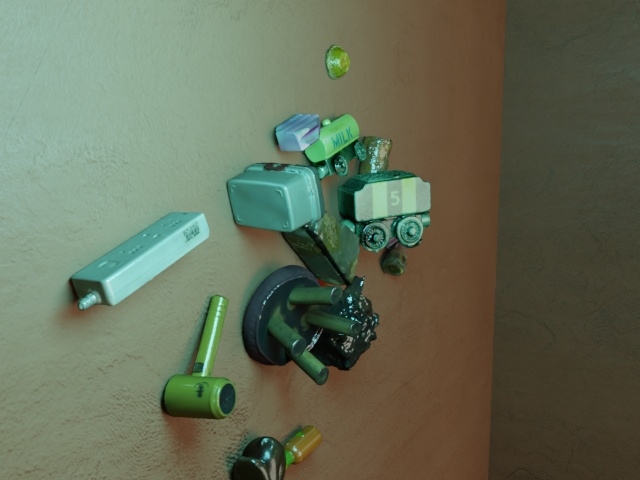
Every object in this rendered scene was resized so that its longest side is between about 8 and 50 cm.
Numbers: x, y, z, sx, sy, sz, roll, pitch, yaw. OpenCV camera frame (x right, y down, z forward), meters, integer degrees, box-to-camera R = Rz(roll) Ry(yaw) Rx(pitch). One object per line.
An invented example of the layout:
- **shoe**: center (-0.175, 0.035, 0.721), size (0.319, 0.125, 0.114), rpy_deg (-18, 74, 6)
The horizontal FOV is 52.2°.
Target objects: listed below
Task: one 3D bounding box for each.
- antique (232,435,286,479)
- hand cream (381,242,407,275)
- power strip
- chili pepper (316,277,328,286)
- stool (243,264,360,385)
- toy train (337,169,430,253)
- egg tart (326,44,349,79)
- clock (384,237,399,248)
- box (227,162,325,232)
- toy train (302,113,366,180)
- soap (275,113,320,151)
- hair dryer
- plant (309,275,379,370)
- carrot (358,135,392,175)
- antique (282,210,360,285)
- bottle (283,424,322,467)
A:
- **antique**: center (-0.138, 0.623, 1.672), size (0.143, 0.121, 0.256), rpy_deg (-42, 123, -60)
- **hand cream**: center (0.283, 0.027, 2.318), size (0.084, 0.084, 0.203), rpy_deg (64, 38, -41)
- **power strip**: center (-0.340, 0.032, 1.246), size (0.338, 0.098, 0.058), rpy_deg (-44, 130, -48)
- **chili pepper**: center (-0.037, 0.133, 1.813), size (0.272, 0.064, 0.071), rpy_deg (18, 67, -56)
- **stool**: center (-0.045, 0.214, 1.651), size (0.272, 0.179, 0.271), rpy_deg (-23, 122, -43)
- **toy train**: center (0.190, -0.092, 1.984), size (0.299, 0.167, 0.238), rpy_deg (-9, 106, -23)
- **egg tart**: center (0.055, -0.512, 1.879), size (0.105, 0.039, 0.105), rpy_deg (-21, 115, -56)
- **clock**: center (0.238, -0.066, 2.225), size (0.193, 0.073, 0.144), rpy_deg (-29, 119, -54)
- **box**: center (-0.103, -0.100, 1.520), size (0.129, 0.210, 0.147), rpy_deg (-34, 122, -44)
- **toy train**: center (0.038, -0.268, 1.843), size (0.253, 0.105, 0.157), rpy_deg (-41, 116, -51)
- **soap**: center (-0.055, -0.276, 1.673), size (0.149, 0.100, 0.056), rpy_deg (-45, 131, -48)
- **hair dryer**: center (-0.240, 0.252, 1.436), size (0.090, 0.135, 0.278), rpy_deg (50, 43, -51)
- **plant**: center (0.064, 0.248, 1.884), size (0.234, 0.178, 0.204), rpy_deg (-61, 140, -33)
- **carrot**: center (0.157, -0.199, 2.067), size (0.102, 0.102, 0.262), rpy_deg (12, 91, -59)
- **antique**: center (0.000, 0.000, 1.787), size (0.284, 0.125, 0.150), rpy_deg (47, 54, -52)
- **bottle**: center (-0.071, 0.587, 1.818), size (0.187, 0.069, 0.069), rpy_deg (-26, 117, -54)
